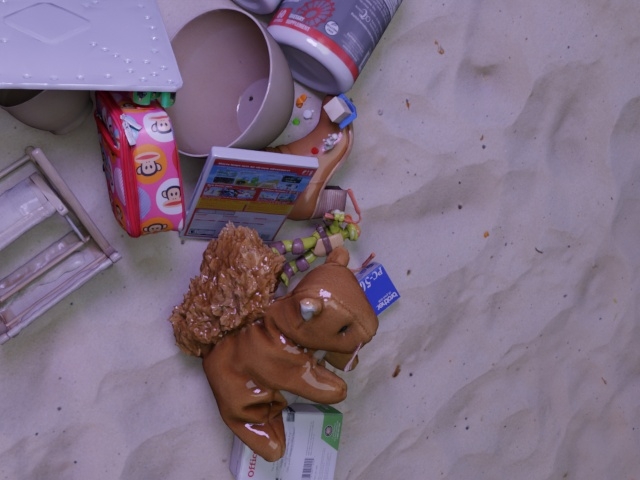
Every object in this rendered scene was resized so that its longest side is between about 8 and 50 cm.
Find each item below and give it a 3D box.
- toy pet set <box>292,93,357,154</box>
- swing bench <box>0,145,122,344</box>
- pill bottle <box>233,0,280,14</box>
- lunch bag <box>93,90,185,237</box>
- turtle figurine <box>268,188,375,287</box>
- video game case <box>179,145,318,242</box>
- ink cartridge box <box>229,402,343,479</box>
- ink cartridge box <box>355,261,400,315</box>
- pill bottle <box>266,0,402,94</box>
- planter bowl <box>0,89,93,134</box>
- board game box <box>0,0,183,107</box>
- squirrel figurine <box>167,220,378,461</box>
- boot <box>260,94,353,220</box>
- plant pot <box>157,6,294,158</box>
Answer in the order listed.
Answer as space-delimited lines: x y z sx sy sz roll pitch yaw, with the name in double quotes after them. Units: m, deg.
0.011 -0.252 1.474 0.114 0.065 0.122 -36 75 23 "toy pet set"
-0.543 0.004 1.293 0.253 0.165 0.255 -38 112 -16 "swing bench"
-0.091 -0.600 1.438 0.146 0.146 0.264 33 82 -21 "pill bottle"
-0.325 -0.165 1.276 0.120 0.293 0.258 -10 117 -21 "lunch bag"
0.000 0.000 1.531 0.217 0.087 0.269 -23 144 -10 "turtle figurine"
-0.147 -0.080 1.400 0.204 0.285 0.025 4 59 -23 "video game case"
-0.075 0.437 1.552 0.219 0.092 0.160 9 90 -23 "ink cartridge box"
0.073 0.148 1.618 0.207 0.046 0.097 -37 108 -16 "ink cartridge box"
0.054 -0.502 1.473 0.210 0.210 0.363 33 81 -21 "pill bottle"
-0.486 -0.262 1.308 0.162 0.162 0.109 -48 135 -12 "planter bowl"
-0.461 -0.349 1.212 0.389 0.390 0.050 -3 135 -22 "board game box"
-0.089 0.151 1.367 0.397 0.370 0.281 40 44 2 "squirrel figurine"
-0.052 -0.184 1.522 0.220 0.109 0.284 3 100 -19 "boot"
-0.159 -0.279 1.395 0.191 0.284 0.284 16 87 -58 "plant pot"
